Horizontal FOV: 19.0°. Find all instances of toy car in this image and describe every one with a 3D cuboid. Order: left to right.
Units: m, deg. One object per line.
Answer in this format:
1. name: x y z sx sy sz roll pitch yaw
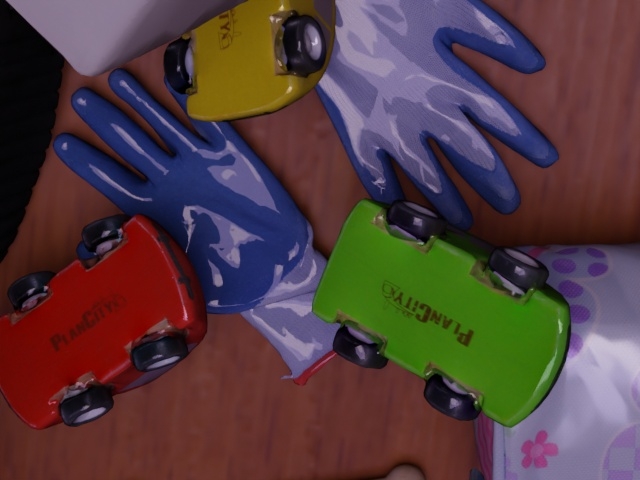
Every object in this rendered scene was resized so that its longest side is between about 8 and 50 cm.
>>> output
1. toy car: 0.000 0.000 0.719 0.225 0.053 0.239 29 103 26

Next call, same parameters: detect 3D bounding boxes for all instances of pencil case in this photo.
1. pencil case: 0.193 0.055 0.754 0.273 0.113 0.124 -2 120 3

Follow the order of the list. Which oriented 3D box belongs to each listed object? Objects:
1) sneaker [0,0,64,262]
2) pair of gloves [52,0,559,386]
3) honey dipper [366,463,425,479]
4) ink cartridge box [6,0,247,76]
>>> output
1. sneaker: -0.181 -0.083 0.746 0.146 0.122 0.331 22 103 13
2. pair of gloves: -0.009 -0.038 0.786 0.198 0.023 0.159 -42 97 10
3. honey dipper: -0.034 0.116 0.822 0.160 0.030 0.030 -10 103 3
4. ink cartridge box: -0.035 -0.231 0.507 0.226 0.131 0.306 44 125 6
